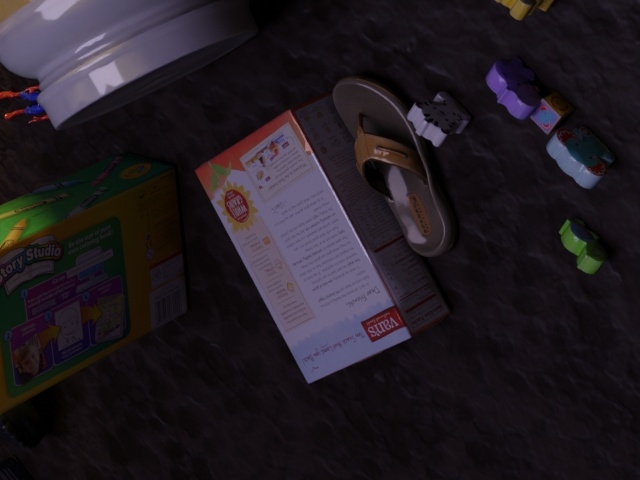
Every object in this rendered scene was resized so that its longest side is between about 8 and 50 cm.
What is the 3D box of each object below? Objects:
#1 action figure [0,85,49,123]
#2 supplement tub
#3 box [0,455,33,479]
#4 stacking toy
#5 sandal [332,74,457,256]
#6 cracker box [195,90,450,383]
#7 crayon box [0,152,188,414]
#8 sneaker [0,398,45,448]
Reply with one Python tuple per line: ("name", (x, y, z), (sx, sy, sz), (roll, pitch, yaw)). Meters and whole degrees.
("action figure", (-0.294, -0.145, 1.843), (0.115, 0.030, 0.038), (-3, 103, 41))
("supplement tub", (-0.217, -0.290, 1.551), (0.241, 0.241, 0.331), (-25, 92, 46))
("box", (-0.425, 0.363, 2.113), (0.093, 0.158, 0.156), (48, 135, 14))
("stacking toy", (0.184, -0.095, 1.418), (0.221, 0.052, 0.167), (46, 134, 15))
("sandal", (0.061, -0.063, 1.545), (0.072, 0.049, 0.180), (-22, 94, 46))
("cracker box", (0.000, 0.000, 1.619), (0.155, 0.067, 0.232), (-28, 89, 46))
("crayon box", (-0.254, 0.037, 1.715), (0.081, 0.278, 0.165), (15, 119, 36))
("sneaker", (-0.366, 0.120, 1.982), (0.109, 0.130, 0.286), (23, 147, 41))
